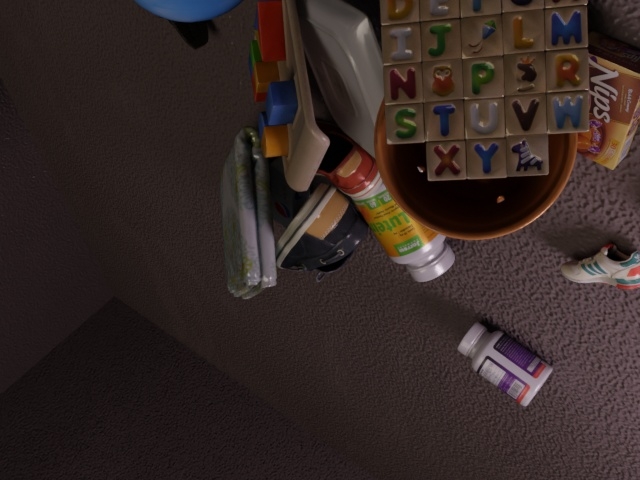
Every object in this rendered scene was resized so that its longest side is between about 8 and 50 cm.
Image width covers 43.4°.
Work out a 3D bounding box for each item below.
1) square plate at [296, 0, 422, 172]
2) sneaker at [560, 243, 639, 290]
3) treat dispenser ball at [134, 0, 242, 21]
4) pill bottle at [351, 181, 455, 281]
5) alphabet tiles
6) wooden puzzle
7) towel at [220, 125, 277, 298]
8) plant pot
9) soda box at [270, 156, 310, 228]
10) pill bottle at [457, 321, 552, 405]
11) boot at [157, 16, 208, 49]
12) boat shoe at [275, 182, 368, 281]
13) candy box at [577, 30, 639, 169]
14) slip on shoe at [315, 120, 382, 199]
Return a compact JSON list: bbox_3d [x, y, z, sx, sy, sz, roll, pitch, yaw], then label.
[{"bbox_3d":[0.052,-0.284,1.451,0.344,0.049,0.347,49,167,54],"label":"square plate"},{"bbox_3d":[0.497,0.038,1.418,0.161,0.057,0.075,10,120,51],"label":"sneaker"},{"bbox_3d":[-0.233,-0.528,1.398,0.288,0.288,0.288,34,151,22],"label":"treat dispenser ball"},{"bbox_3d":[0.176,-0.039,1.658,0.136,0.136,0.246,-3,126,56],"label":"pill bottle"},{"bbox_3d":[0.228,-0.259,1.133,0.285,0.011,0.342,-2,96,14],"label":"alphabet tiles"},{"bbox_3d":[-0.081,-0.290,1.518,0.322,0.080,0.348,125,132,-74],"label":"wooden puzzle"},{"bbox_3d":[-0.174,-0.055,1.932,0.320,0.090,0.374,152,113,-73],"label":"towel"},{"bbox_3d":[0.241,-0.155,1.254,0.291,0.291,0.203,43,-167,5],"label":"plant pot"},{"bbox_3d":[-0.073,-0.119,1.974,0.074,0.069,0.216,35,150,22],"label":"soda box"},{"bbox_3d":[0.406,0.269,1.789,0.193,0.108,0.108,36,151,19],"label":"pill bottle"},{"bbox_3d":[-0.329,-0.508,1.813,0.198,0.077,0.137,63,156,-4],"label":"boot"},{"bbox_3d":[0.000,0.000,1.849,0.156,0.187,0.500,35,167,-2],"label":"boat shoe"},{"bbox_3d":[0.418,-0.204,1.187,0.109,0.053,0.187,33,151,24],"label":"candy box"},{"bbox_3d":[0.010,-0.186,1.645,0.101,0.123,0.331,40,-178,-36],"label":"slip on shoe"}]
